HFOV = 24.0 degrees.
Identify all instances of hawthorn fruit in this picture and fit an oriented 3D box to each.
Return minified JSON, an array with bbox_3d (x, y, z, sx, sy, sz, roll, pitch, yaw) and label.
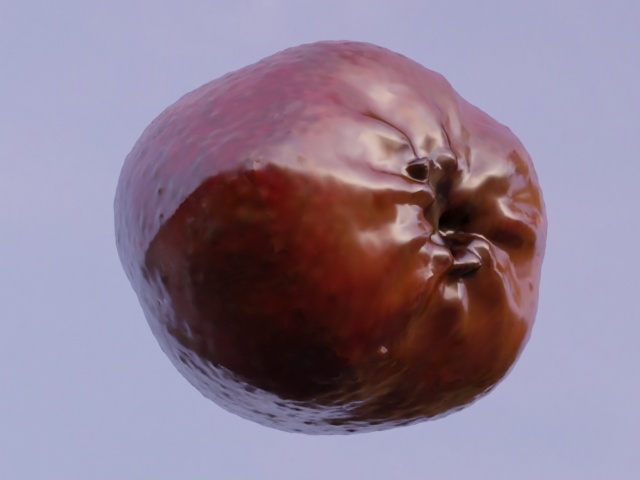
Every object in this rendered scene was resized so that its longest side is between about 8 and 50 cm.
[{"bbox_3d":[0.000,0.000,0.429,0.128,0.128,0.128,7,-52,9],"label":"hawthorn fruit"}]
